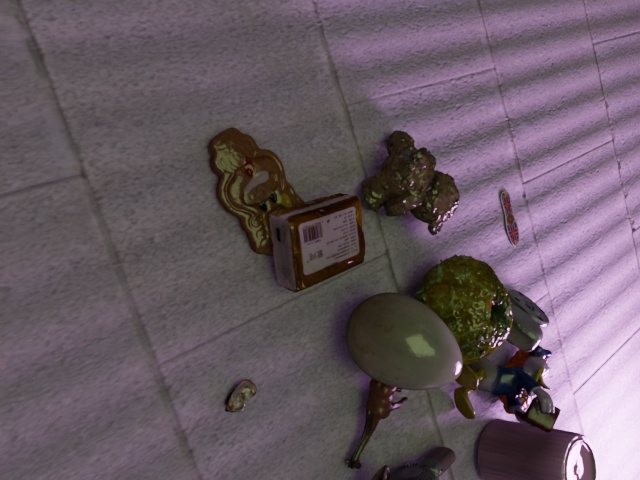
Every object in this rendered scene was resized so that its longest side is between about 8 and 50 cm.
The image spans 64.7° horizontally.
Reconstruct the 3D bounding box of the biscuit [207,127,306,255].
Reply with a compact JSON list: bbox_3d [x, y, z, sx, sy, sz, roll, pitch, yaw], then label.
[{"bbox_3d":[-0.144,-0.113,1.141,0.186,0.044,0.295,-47,113,-29],"label":"biscuit"}]

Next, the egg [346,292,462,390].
[{"bbox_3d":[0.204,0.252,1.227,0.296,0.218,0.218,30,68,5],"label":"egg"}]

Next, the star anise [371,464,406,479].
[{"bbox_3d":[0.153,0.669,1.238,0.212,0.073,0.196,-36,88,6],"label":"star anise"}]

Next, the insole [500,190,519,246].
[{"bbox_3d":[0.631,-0.072,1.683,0.065,0.006,0.193,-20,99,-33],"label":"insole"}]

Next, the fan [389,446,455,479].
[{"bbox_3d":[0.284,0.626,1.354,0.244,0.130,0.074,-14,90,-45],"label":"fan"}]

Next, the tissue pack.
[{"bbox_3d":[0.000,0.000,1.178,0.226,0.092,0.183,-22,116,-40],"label":"tissue pack"}]

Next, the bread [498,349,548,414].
[{"bbox_3d":[0.654,0.433,1.620,0.269,0.095,0.139,-45,110,-22],"label":"bread"}]

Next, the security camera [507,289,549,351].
[{"bbox_3d":[0.622,0.244,1.570,0.157,0.080,0.302,41,26,16],"label":"security camera"}]

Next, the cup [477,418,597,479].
[{"bbox_3d":[0.659,0.671,1.507,0.288,0.273,0.208,41,60,-24],"label":"cup"}]

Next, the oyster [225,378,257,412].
[{"bbox_3d":[-0.178,0.343,1.109,0.083,0.019,0.054,-48,114,-28],"label":"oyster"}]

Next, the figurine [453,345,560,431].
[{"bbox_3d":[0.582,0.406,1.469,0.338,0.283,0.204,-26,137,-29],"label":"figurine"}]

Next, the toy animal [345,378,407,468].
[{"bbox_3d":[0.145,0.450,1.299,0.230,0.066,0.224,-24,119,-42],"label":"toy animal"}]

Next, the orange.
[{"bbox_3d":[0.401,0.185,1.389,0.300,0.223,0.301,-6,90,-40],"label":"orange"}]

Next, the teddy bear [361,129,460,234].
[{"bbox_3d":[0.263,-0.145,1.352,0.256,0.156,0.267,39,66,-28],"label":"teddy bear"}]
